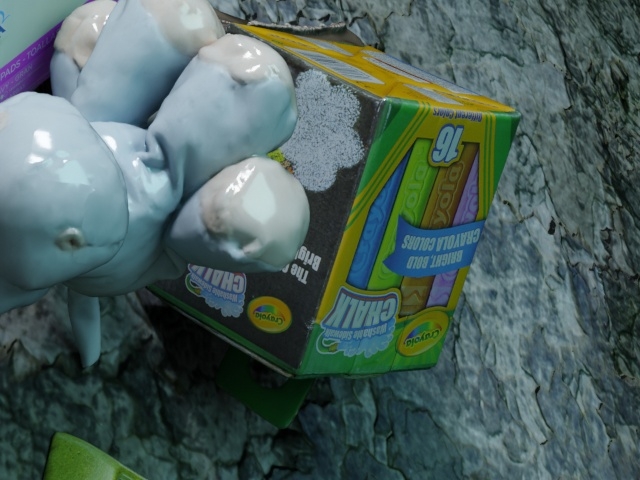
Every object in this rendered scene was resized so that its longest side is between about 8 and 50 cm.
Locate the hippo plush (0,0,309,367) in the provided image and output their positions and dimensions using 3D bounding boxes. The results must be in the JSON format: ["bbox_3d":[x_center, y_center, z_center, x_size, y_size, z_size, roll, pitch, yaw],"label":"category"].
[{"bbox_3d":[-0.181,-0.051,1.224,0.237,0.294,0.234,-8,77,-49],"label":"hippo plush"}]

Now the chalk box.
[{"bbox_3d":[0.000,0.000,1.446,0.179,0.180,0.289,1,113,-49],"label":"chalk box"}]

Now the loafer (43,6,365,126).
[{"bbox_3d":[-0.087,-0.153,1.529,0.366,0.134,0.130,-16,80,-53],"label":"loafer"}]

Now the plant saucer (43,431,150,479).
[{"bbox_3d":[-0.125,0.250,1.321,0.188,0.045,0.188,38,44,-34],"label":"plant saucer"}]

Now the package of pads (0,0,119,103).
[{"bbox_3d":[-0.221,-0.216,1.287,0.101,0.229,0.296,24,44,16],"label":"package of pads"}]
